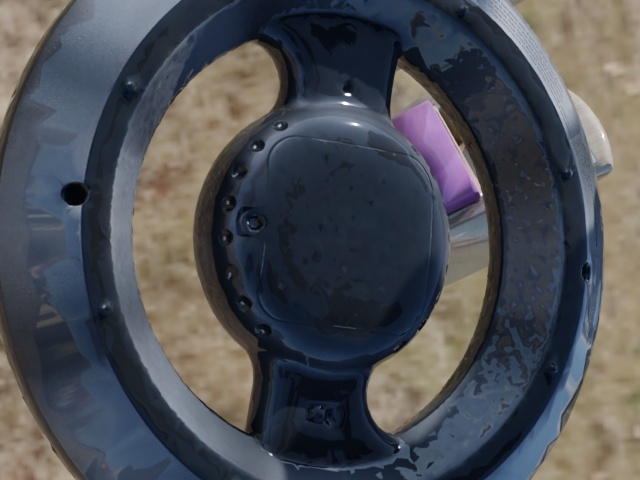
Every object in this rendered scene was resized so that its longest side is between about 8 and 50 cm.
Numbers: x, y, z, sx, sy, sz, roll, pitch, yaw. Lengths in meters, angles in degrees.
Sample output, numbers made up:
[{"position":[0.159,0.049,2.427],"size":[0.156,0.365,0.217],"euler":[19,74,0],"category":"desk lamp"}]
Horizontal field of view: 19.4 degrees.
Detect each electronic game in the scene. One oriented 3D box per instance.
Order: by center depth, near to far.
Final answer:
[{"position":[0.000,0.000,0.622],"size":[0.229,0.048,0.229],"euler":[2,85,-28],"category":"electronic game"}]

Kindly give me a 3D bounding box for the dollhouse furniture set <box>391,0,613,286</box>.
[{"position":[0.029,-0.186,0.851],"size":[0.286,0.198,0.303],"euler":[64,6,32],"category":"dollhouse furniture set"}]
